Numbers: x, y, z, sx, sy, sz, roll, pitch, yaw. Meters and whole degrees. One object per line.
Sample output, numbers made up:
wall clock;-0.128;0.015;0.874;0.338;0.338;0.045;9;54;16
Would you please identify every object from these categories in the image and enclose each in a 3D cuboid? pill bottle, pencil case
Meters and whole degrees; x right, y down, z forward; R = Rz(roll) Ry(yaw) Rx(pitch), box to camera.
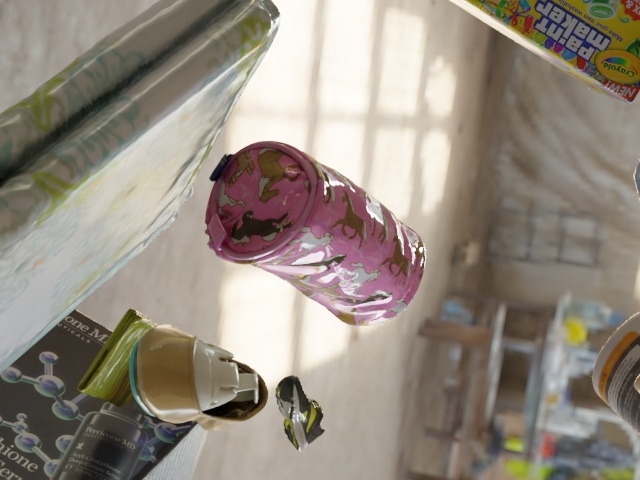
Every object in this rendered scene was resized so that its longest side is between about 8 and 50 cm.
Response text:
pill bottle;0.493;0.221;2.138;0.162;0.278;0.162;-24;138;-24
pencil case;0.000;0.000;2.134;0.386;0.167;0.160;30;77;-60

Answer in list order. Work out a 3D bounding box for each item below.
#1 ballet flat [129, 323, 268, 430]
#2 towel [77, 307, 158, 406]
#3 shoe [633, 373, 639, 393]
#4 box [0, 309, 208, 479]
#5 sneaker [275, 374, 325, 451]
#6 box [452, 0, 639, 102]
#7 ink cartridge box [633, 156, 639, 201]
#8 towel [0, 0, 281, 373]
ballet flat;-0.092;0.111;1.359;0.232;0.073;0.080;43;42;-77
towel;-0.207;0.130;1.794;0.102;0.021;0.237;-58;173;-6
shoe;0.303;0.090;1.266;0.076;0.058;0.219;-37;172;-22
box;-0.351;0.276;1.942;0.395;0.293;0.212;-44;159;-54
sneaker;-0.017;0.149;1.485;0.035;0.031;0.083;-27;133;-24
box;0.333;-0.375;2.156;0.279;0.290;0.177;-59;-167;6
ink cartridge box;0.394;-0.029;1.608;0.203;0.148;0.086;-84;-170;-58
towel;-0.202;-0.030;1.269;0.374;0.090;0.320;-44;172;-36
